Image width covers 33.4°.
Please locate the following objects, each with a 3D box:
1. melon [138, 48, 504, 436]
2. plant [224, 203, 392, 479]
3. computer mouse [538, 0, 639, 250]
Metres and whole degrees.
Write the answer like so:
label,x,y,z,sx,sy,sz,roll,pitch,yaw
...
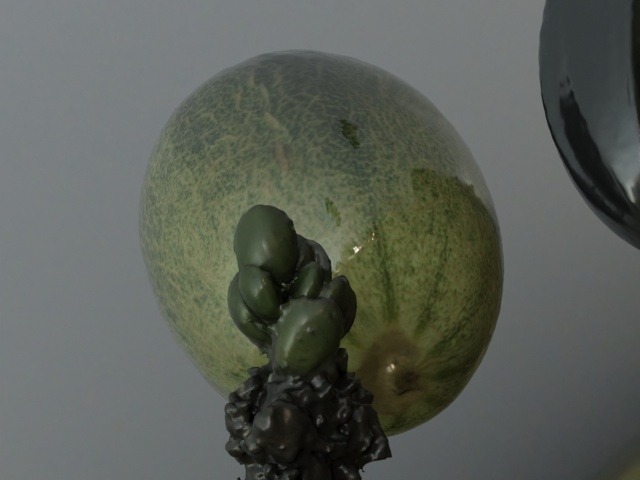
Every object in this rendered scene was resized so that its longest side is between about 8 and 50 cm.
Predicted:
label,x,y,z,sx,sy,sz,roll,pitch,yaw
melon,0.000,0.000,0.755,0.249,0.329,0.248,-8,-55,-11
plant,-0.013,0.070,0.526,0.087,0.174,0.085,-7,-12,16
computer mouse,0.193,-0.098,0.647,0.138,0.269,0.086,28,-33,-30
